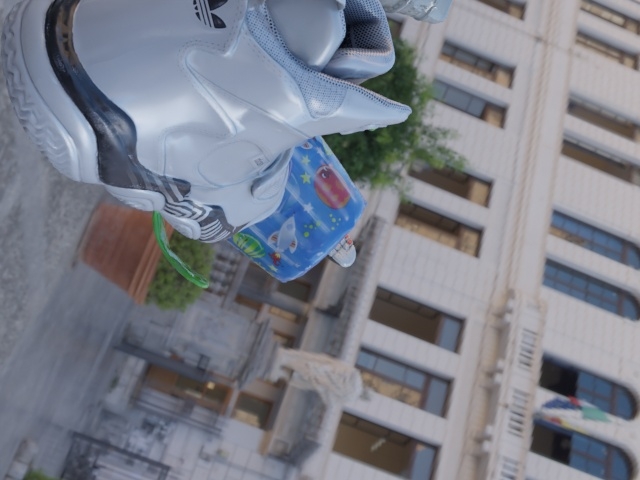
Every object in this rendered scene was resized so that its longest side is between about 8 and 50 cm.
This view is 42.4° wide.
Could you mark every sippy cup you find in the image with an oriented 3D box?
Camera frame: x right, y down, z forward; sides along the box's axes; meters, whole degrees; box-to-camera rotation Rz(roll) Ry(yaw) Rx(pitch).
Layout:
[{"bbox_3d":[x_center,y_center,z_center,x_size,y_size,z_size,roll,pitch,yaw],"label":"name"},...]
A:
[{"bbox_3d":[-0.066,-0.072,1.140,0.305,0.224,0.240,-38,-171,36],"label":"sippy cup"}]

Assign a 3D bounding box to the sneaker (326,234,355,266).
[{"bbox_3d":[0.000,0.000,1.472,0.061,0.158,0.065,-28,150,-35],"label":"sneaker"}]

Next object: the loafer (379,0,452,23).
[{"bbox_3d":[0.115,-0.328,0.646,0.319,0.112,0.112,-65,-154,6],"label":"loafer"}]

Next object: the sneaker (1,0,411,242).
[{"bbox_3d":[-0.038,-0.095,0.599,0.366,0.210,0.137,25,52,-73],"label":"sneaker"}]
